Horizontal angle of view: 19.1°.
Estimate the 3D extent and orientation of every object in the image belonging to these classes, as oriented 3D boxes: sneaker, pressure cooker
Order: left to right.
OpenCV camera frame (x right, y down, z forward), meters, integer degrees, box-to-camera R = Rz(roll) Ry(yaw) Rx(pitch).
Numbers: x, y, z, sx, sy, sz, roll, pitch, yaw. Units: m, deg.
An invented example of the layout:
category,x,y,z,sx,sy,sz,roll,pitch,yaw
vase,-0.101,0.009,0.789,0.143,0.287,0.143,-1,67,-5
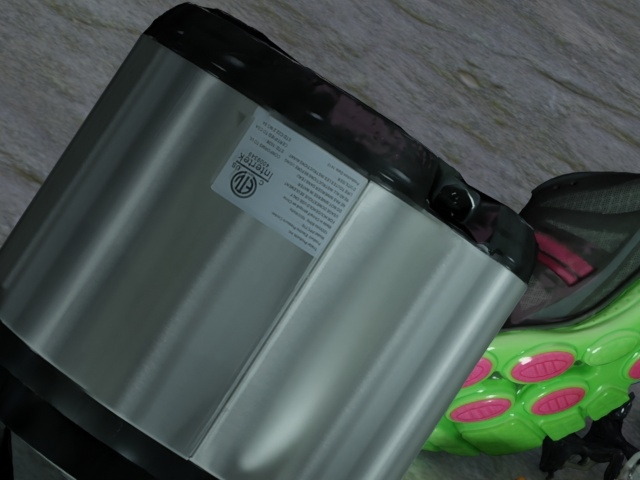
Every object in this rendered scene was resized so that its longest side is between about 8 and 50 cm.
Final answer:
category,x,y,z,sx,sy,sz,roll,pitch,yaw
pressure cooker,-0.083,0.071,1.471,0.370,0.420,0.375,32,0,44
sneaker,0.237,0.054,1.840,0.482,0.185,0.202,-22,46,-7

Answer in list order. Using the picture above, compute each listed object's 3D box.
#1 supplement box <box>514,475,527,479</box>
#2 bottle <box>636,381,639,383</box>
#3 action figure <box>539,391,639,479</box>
category,x,y,z,sx,sy,sz,roll,pitch,yaw
supplement box,0.241,0.320,1.713,0.233,0.080,0.078,35,27,10
bottle,0.290,0.095,1.951,0.283,0.092,0.118,8,37,27
action figure,0.324,0.257,1.825,0.164,0.141,0.276,7,34,-39
